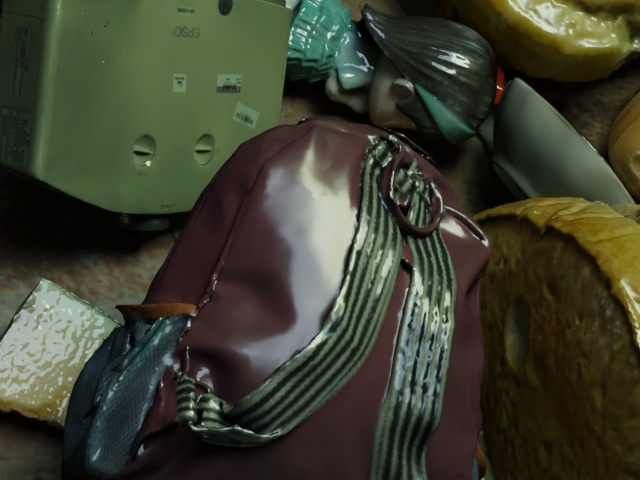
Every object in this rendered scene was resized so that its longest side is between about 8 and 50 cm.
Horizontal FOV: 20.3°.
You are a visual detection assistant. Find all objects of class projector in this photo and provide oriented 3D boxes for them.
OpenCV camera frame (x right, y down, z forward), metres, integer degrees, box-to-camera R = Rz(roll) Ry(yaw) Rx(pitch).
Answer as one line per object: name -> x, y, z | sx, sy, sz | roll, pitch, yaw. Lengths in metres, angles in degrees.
projector -> -0.140, -0.108, 1.376 | 0.088, 0.193, 0.269 | 14, 11, 37

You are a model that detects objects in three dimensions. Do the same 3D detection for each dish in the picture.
dish -> 0.199, -0.053, 1.533 | 0.066, 0.190, 0.190 | -41, 70, 0

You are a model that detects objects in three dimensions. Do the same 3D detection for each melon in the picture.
melon -> -0.150, 0.111, 1.272 | 0.182, 0.054, 0.098 | 27, 51, -10

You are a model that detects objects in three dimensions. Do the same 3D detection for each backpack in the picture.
backpack -> 0.006, 0.073, 1.211 | 0.283, 0.197, 0.317 | 30, 72, -21

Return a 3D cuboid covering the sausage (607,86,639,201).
sausage -> 0.359, -0.108, 1.656 | 0.136, 0.120, 0.241 | 46, 46, 2

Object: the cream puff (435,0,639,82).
cream puff -> 0.245, -0.291, 1.684 | 0.327, 0.231, 0.343 | 19, 73, -6

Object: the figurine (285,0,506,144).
figurine -> 0.045, -0.165, 1.574 | 0.246, 0.110, 0.138 | 21, 33, 3

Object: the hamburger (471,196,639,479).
hamburger -> 0.275, 0.119, 1.303 | 0.268, 0.287, 0.445 | 3, 52, -25

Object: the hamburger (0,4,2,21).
hamburger -> -0.285, -0.191, 1.399 | 0.209, 0.162, 0.330 | 21, 40, -5
